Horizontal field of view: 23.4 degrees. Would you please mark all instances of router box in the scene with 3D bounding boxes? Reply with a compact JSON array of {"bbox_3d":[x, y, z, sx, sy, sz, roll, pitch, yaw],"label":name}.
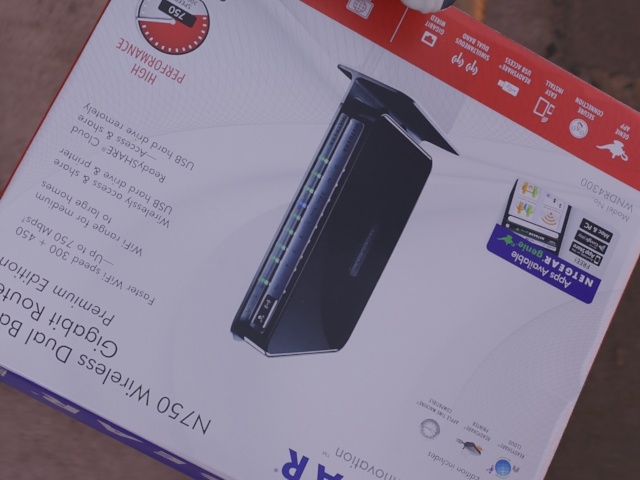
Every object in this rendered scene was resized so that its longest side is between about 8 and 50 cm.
[{"bbox_3d":[0.000,0.000,0.874,0.335,0.082,0.301,28,74,-9],"label":"router box"}]

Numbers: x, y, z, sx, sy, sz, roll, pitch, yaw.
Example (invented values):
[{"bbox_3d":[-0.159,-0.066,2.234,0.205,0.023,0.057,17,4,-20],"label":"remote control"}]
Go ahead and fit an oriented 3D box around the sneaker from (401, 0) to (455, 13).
[{"bbox_3d":[-0.022,-0.213,0.808,0.153,0.094,0.235,-22,113,-5],"label":"sneaker"}]
